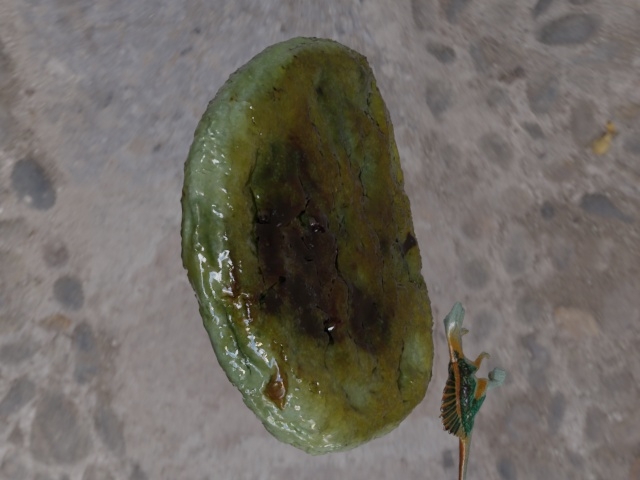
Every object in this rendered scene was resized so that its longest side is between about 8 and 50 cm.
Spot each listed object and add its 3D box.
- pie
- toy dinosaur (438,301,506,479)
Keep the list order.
[{"bbox_3d":[0.000,0.000,1.069,0.070,0.323,0.323,-8,106,30],"label":"pie"},{"bbox_3d":[0.137,0.160,1.413,0.044,0.106,0.187,12,82,27],"label":"toy dinosaur"}]
